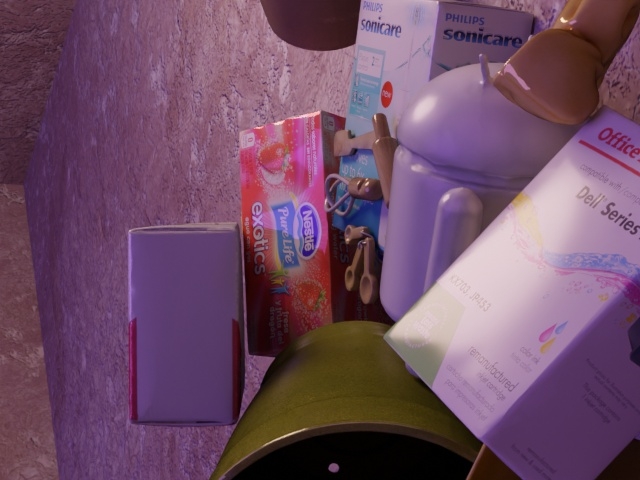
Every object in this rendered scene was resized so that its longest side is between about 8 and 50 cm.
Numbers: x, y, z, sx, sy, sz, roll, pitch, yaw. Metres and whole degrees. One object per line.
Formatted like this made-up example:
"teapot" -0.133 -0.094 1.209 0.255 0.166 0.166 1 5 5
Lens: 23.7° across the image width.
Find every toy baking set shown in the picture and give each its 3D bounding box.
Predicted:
"toy baking set" 0.048 -0.046 1.745 0.196 0.030 0.256 126 140 -53

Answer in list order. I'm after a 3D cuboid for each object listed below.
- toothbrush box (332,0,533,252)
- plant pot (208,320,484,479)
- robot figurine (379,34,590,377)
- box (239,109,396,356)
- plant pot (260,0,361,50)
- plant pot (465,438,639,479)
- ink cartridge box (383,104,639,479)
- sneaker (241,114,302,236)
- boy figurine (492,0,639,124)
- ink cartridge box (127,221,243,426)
"toothbrush box" 0.125 -0.135 1.778 0.216 0.126 0.295 -149 65 -65
"plant pot" 0.043 0.264 1.655 0.353 0.367 0.366 -89 12 -65
"robot figurine" 0.169 -0.026 1.541 0.300 0.200 0.353 -46 -36 -65
"box" 0.000 0.000 1.972 0.142 0.154 0.299 -12 75 37
"plant pot" 0.005 -0.379 1.995 0.229 0.263 0.263 88 166 -45
"plant pot" 0.246 0.290 1.354 0.212 0.187 0.212 -114 35 -46
"ink cartridge box" 0.241 0.022 1.255 0.353 0.119 0.207 -47 29 0
"sneaker" -0.049 -0.058 2.233 0.126 0.091 0.240 -123 43 -54
"boy figurine" 0.236 -0.194 1.389 0.285 0.092 0.177 -56 -1 -39
"ink cartridge box" -0.156 0.092 1.826 0.306 0.131 0.226 -170 79 -87
